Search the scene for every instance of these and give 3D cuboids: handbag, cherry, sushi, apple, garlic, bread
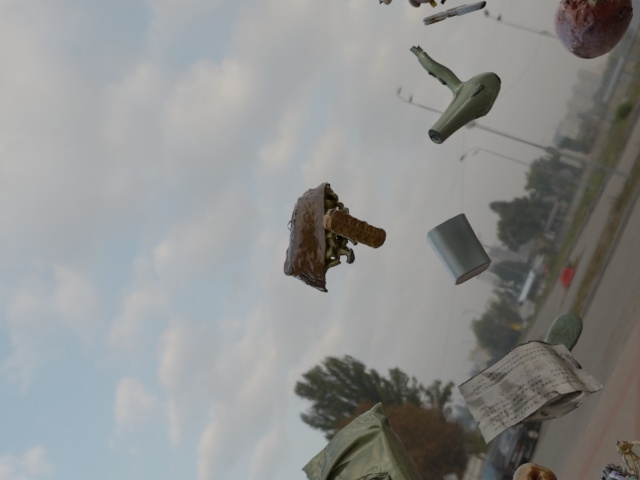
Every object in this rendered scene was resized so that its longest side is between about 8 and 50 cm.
[{"bbox_3d":[0.113,0.557,1.538,0.253,0.316,0.109,-39,-33,8],"label":"handbag"},{"bbox_3d":[0.711,-0.568,1.804,0.192,0.175,0.250,-37,-23,3],"label":"cherry"},{"bbox_3d":[0.001,-0.003,1.762,0.167,0.179,0.297,-101,19,-83],"label":"sushi"},{"bbox_3d":[0.555,0.643,1.783,0.126,0.126,0.102,-56,-22,-36],"label":"apple"},{"bbox_3d":[0.649,0.465,1.411,0.094,0.074,0.113,-98,5,-56],"label":"garlic"},{"bbox_3d":[0.077,-0.026,1.547,0.044,0.157,0.052,-34,40,57],"label":"bread"}]

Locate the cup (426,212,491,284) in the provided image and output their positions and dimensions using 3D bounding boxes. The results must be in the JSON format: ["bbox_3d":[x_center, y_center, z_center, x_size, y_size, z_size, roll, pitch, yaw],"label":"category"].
[{"bbox_3d":[0.300,0.023,1.513,0.095,0.129,0.128,-27,-19,-2],"label":"cup"}]

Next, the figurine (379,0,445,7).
[{"bbox_3d":[0.241,-0.707,1.884,0.112,0.228,0.137,33,-117,-74],"label":"figurine"}]

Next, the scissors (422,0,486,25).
[{"bbox_3d":[0.246,-0.404,1.215,0.220,0.088,0.017,-122,14,-74],"label":"scissors"}]

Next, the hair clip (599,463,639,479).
[{"bbox_3d":[0.553,0.436,1.202,0.172,0.116,0.049,178,106,-77],"label":"hair clip"}]

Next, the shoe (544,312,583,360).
[{"bbox_3d":[0.643,0.288,1.870,0.195,0.079,0.078,-65,-21,-4],"label":"shoe"}]

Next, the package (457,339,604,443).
[{"bbox_3d":[0.421,0.297,1.428,0.204,0.250,0.062,-106,-10,-70],"label":"package"}]

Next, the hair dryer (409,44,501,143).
[{"bbox_3d":[0.273,-0.316,1.532,0.088,0.224,0.219,109,-176,-64],"label":"hair dryer"}]
